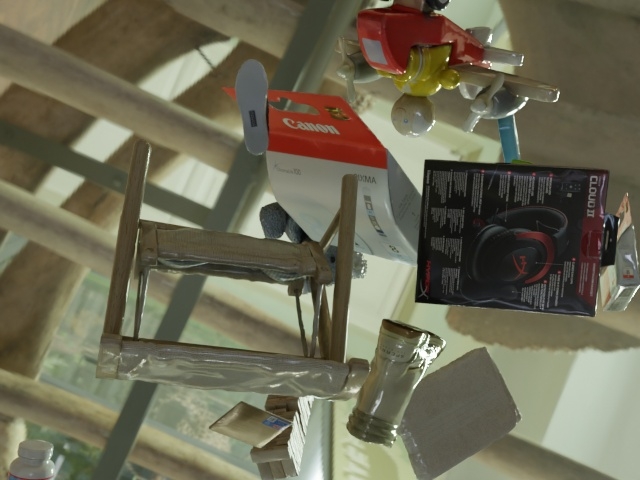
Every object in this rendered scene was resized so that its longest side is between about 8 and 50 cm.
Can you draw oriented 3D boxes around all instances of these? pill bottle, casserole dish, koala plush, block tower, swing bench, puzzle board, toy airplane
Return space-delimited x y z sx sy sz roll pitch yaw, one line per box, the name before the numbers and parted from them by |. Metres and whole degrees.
pill bottle | -0.576 0.483 1.498 0.087 0.087 0.160 -158 -103 -86
casserole dish | 0.433 -0.237 1.738 0.188 0.037 0.114 65 25 -46
koala plush | 0.000 0.000 1.662 0.196 0.221 0.203 -20 180 10
block tower | -0.086 0.440 1.814 0.335 0.091 0.097 -71 148 -69
swing bench | -0.097 0.053 0.817 0.165 0.253 0.254 120 -25 -53
puzzle board | -0.131 0.345 1.421 0.096 0.128 0.011 -42 -142 23
toy airplane | 0.219 -0.326 1.461 0.386 0.384 0.272 -128 -124 -79

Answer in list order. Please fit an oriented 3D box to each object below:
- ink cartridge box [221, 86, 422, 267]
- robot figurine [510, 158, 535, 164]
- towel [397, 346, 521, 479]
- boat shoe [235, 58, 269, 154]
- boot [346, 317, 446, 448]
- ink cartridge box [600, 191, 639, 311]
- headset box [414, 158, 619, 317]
ink cartridge box | 0.013 -0.106 1.321 0.308 0.385 0.091 16 -111 44
robot figurine | 0.356 -0.091 1.339 0.115 0.067 0.101 -69 170 -76
towel | 0.274 0.353 1.561 0.282 0.187 0.049 -21 172 -26
boat shoe | -0.101 -0.201 1.139 0.040 0.049 0.142 -91 179 -73
boot | 0.103 0.195 1.037 0.165 0.077 0.213 -70 159 -3
ink cartridge box | 0.536 0.023 1.375 0.145 0.045 0.179 68 20 -65
headset box | 0.295 -0.007 1.137 0.110 0.293 0.218 -36 129 -79
